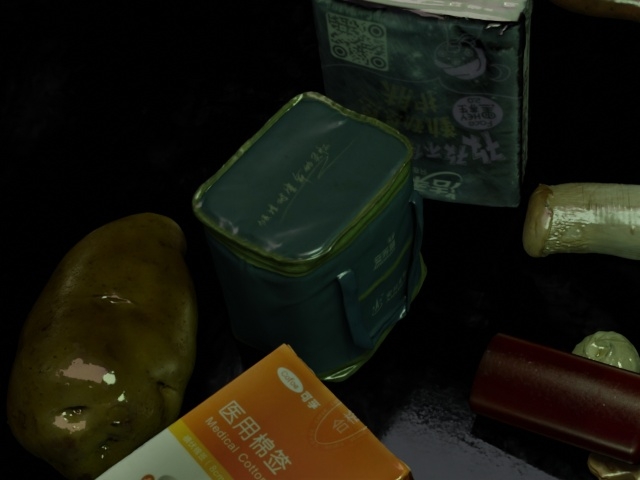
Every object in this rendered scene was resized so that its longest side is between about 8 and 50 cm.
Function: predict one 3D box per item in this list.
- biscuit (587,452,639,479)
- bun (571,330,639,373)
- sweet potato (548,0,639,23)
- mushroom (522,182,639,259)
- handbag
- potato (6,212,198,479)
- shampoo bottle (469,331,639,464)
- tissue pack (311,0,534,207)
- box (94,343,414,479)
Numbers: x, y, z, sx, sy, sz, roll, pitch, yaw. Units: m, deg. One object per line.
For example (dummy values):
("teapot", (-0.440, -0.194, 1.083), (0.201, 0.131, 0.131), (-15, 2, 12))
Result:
("biscuit", (0.390, 0.234, 1.456), (0.184, 0.027, 0.133), (15, 54, 18))
("bun", (0.330, 0.140, 1.517), (0.086, 0.055, 0.086), (-4, 51, 5))
("sweet potato", (0.424, -0.344, 1.883), (0.265, 0.057, 0.057), (16, 56, 17))
("mushroom", (0.424, -0.035, 1.616), (0.351, 0.095, 0.122), (-5, 50, 4))
("handbag", (0.000, 0.000, 1.550), (0.222, 0.241, 0.263), (29, 62, 28))
("potato", (-0.249, 0.112, 1.556), (0.195, 0.176, 0.369), (-18, 42, 28))
("shampoo bottle", (0.301, 0.183, 1.453), (0.260, 0.064, 0.102), (15, 73, 29))
("tissue pack", (0.130, -0.191, 1.609), (0.259, 0.361, 0.122), (11, 59, 16))
("box", (-0.089, 0.300, 1.395), (0.341, 0.143, 0.225), (-34, 56, -20))
